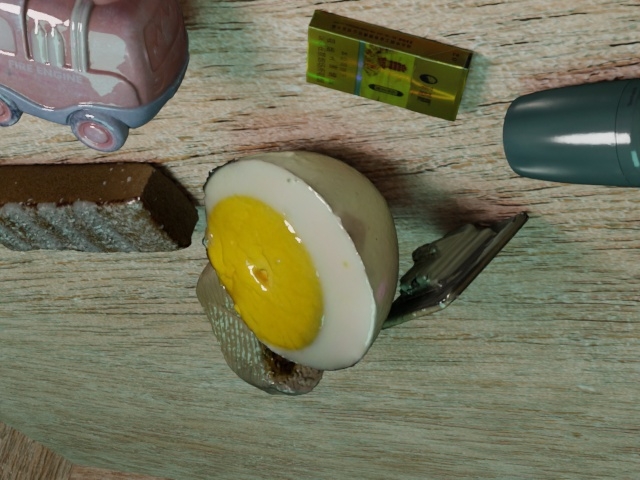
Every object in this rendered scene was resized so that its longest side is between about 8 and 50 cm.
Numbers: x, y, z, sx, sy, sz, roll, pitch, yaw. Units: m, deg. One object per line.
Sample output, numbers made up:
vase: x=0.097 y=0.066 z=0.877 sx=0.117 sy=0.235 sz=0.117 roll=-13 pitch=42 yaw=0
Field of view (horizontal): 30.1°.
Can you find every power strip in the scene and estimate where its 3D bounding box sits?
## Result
power strip: x=0.171 y=0.029 z=1.681 sx=0.064 sy=0.213 sz=0.198 roll=52 pitch=147 yaw=-6

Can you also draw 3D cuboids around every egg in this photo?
egg: x=0.000 y=0.000 z=1.698 sx=0.337 sy=0.201 sz=0.337 roll=25 pitch=132 yaw=31

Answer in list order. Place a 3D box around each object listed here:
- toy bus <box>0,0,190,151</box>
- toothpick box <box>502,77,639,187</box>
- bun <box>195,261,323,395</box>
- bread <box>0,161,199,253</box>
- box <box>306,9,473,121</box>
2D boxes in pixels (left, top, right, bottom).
toy bus: x=-0.302 y=-0.262 z=1.404 sx=0.294 sy=0.197 sz=0.232 roll=16 pitch=146 yaw=7
toothpick box: x=0.303 y=-0.120 z=1.348 sx=0.184 sy=0.120 sz=0.120 roll=2 pitch=151 yaw=38
bun: x=-0.070 y=0.110 z=1.988 sx=0.281 sy=0.205 sz=0.281 roll=33 pitch=138 yaw=36
bread: x=-0.408 y=-0.051 z=1.994 sx=0.417 sy=0.113 sz=0.165 roll=0 pitch=152 yaw=33
box: x=0.079 y=-0.208 z=1.428 sx=0.193 sy=0.030 sz=0.121 roll=16 pitch=156 yaw=6
